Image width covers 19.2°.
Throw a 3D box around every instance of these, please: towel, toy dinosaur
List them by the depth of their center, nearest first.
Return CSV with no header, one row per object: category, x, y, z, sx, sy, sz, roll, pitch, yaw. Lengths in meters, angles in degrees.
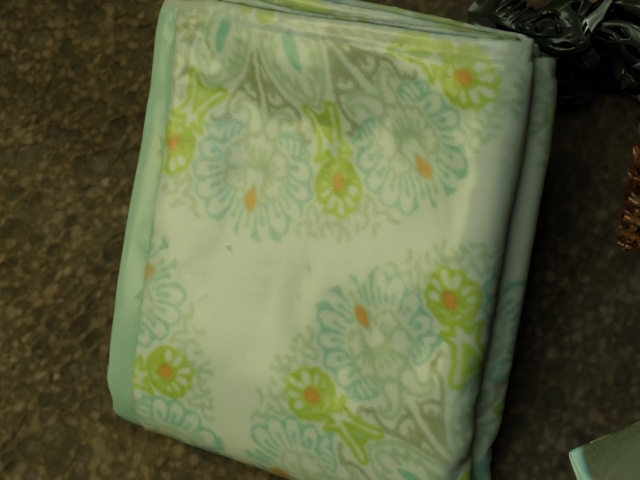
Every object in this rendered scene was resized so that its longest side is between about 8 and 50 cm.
towel,0.000,0.000,1.406,0.321,0.090,0.374,16,105,32
toy dinosaur,0.221,-0.160,1.413,0.218,0.164,0.322,-2,47,7

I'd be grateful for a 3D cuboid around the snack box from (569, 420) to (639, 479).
snack box,0.339,0.120,1.221,0.322,0.187,0.060,-25,62,14
